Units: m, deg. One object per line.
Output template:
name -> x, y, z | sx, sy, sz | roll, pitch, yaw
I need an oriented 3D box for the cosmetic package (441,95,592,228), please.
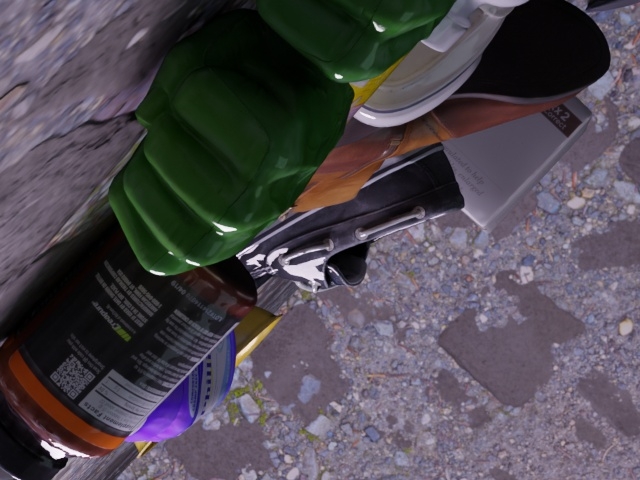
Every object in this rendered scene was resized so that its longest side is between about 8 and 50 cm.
cosmetic package -> 0.160, -0.112, 1.610 | 0.151, 0.151, 0.184 | -47, 173, 4

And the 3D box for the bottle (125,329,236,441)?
bottle -> -0.149, 0.119, 1.474 | 0.283, 0.092, 0.118 | -24, 115, -78

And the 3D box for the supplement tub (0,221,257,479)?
supplement tub -> -0.142, 0.070, 1.082 | 0.198, 0.106, 0.106 | -45, 177, 8

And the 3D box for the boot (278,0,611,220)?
boot -> 0.061, -0.077, 1.261 | 0.264, 0.096, 0.280 | -21, 167, -22

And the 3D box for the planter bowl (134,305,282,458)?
planter bowl -> -0.147, 0.125, 1.744 | 0.217, 0.090, 0.217 | -45, 177, -3

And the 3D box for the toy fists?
toy fists -> -0.009, -0.097, 0.815 | 0.279, 0.096, 0.142 | -49, -176, 26

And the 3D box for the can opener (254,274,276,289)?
can opener -> -0.050, 0.004, 1.727 | 0.073, 0.059, 0.186 | -27, -174, 25

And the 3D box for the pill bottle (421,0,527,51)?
pill bottle -> 0.103, -0.193, 0.886 | 0.184, 0.103, 0.103 | -46, 176, 17

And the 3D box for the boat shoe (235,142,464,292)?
boat shoe -> 0.000, 0.000, 1.478 | 0.301, 0.102, 0.108 | -29, 176, 30

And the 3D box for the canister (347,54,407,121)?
canister -> -0.017, -0.087, 0.981 | 0.170, 0.073, 0.126 | -48, 176, 17

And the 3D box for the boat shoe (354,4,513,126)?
boat shoe -> 0.104, -0.189, 1.041 | 0.267, 0.096, 0.088 | -46, 173, -5

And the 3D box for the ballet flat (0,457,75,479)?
ballet flat -> -0.274, 0.203, 1.520 | 0.068, 0.072, 0.213 | 1, 140, -46

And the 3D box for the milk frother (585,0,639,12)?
milk frother -> 0.203, -0.239, 1.245 | 0.129, 0.134, 0.143 | -15, 178, 9
